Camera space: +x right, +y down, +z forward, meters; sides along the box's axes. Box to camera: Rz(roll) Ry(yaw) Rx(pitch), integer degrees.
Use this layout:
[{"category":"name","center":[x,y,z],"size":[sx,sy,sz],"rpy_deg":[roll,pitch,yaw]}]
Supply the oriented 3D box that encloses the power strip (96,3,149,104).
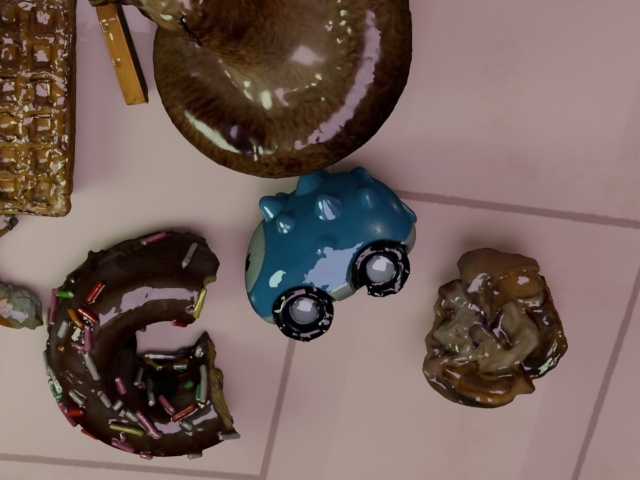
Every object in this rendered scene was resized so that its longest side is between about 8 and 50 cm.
[{"category":"power strip","center":[-0.259,-0.255,1.844],"size":[0.028,0.049,0.178],"rpy_deg":[-12,117,5]}]

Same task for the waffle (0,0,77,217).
[{"category":"waffle","center":[-0.420,-0.184,1.831],"size":[0.213,0.091,0.308],"rpy_deg":[2,115,-9]}]

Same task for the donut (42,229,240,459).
[{"category":"donut","center":[-0.258,0.158,2.004],"size":[0.259,0.136,0.345],"rpy_deg":[-8,115,-8]}]

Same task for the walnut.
[{"category":"walnut","center":[0.248,0.118,2.058],"size":[0.204,0.141,0.238],"rpy_deg":[10,114,-27]}]

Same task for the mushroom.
[{"category":"mushroom","center":[-0.054,-0.257,1.725],"size":[0.331,0.356,0.334],"rpy_deg":[-41,81,-5]}]

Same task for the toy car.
[{"category":"toy car","center":[0.000,0.000,1.935],"size":[0.255,0.188,0.190],"rpy_deg":[-30,108,10]}]

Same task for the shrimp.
[{"category":"shrimp","center":[-0.429,0.037,1.966],"size":[0.161,0.049,0.166],"rpy_deg":[27,107,-14]}]
